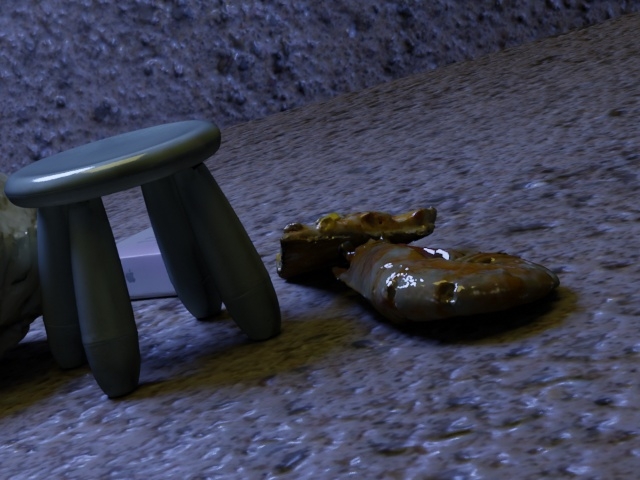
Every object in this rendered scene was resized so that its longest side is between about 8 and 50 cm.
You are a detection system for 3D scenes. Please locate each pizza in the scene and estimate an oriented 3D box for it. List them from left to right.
[{"bbox_3d":[0.000,0.000,1.357,0.184,0.036,0.176,-21,-16,38],"label":"pizza"}]

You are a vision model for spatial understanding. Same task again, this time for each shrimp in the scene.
[{"bbox_3d":[0.094,0.029,1.211,0.154,0.062,0.294,-6,11,-23],"label":"shrimp"}]

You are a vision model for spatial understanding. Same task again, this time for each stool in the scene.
[{"bbox_3d":[-0.158,0.009,1.259,0.195,0.199,0.195,-22,13,-23],"label":"stool"}]

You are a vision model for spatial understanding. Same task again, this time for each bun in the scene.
[{"bbox_3d":[-0.358,0.056,1.338,0.259,0.152,0.259,-41,-8,-7],"label":"bun"}]

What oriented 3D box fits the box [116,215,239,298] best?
[{"bbox_3d":[-0.170,0.020,1.551,0.129,0.051,0.130,-7,15,33],"label":"box"}]
